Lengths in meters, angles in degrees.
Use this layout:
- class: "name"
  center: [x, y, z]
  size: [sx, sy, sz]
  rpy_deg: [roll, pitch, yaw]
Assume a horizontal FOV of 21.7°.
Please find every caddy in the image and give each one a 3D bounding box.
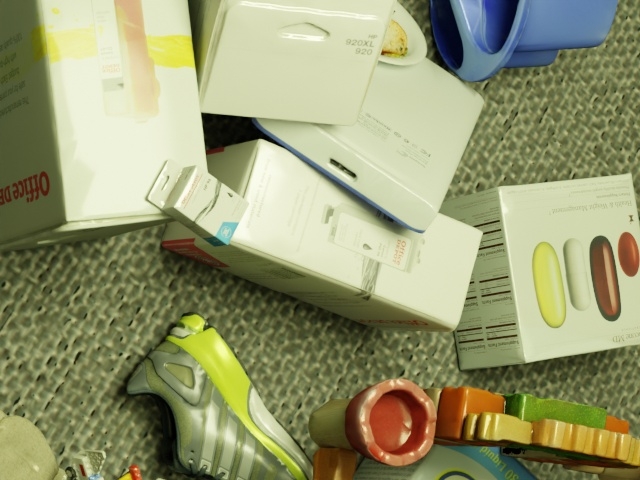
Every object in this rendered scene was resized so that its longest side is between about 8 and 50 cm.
- class: "caddy"
  center: [0.213, -0.351, 1.932]
  size: [0.179, 0.241, 0.341]
  rpy_deg: [2, 83, -23]

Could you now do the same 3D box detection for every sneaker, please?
- class: "sneaker"
  center: [-0.100, 0.230, 1.798]
  size: [0.121, 0.111, 0.300]
  rpy_deg: [-36, 92, -18]

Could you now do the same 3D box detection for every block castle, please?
- class: "block castle"
  center: [0.208, 0.312, 1.706]
  size: [0.453, 0.213, 0.303]
  rpy_deg: [12, 78, -24]

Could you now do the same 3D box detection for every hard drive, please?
- class: "hard drive"
  center: [0.061, -0.141, 1.813]
  size: [0.210, 0.040, 0.319]
  rpy_deg: [34, 29, -3]

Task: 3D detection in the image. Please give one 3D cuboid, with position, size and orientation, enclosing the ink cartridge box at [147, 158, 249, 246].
- class: "ink cartridge box"
  center: [-0.113, -0.036, 1.549]
  size: [0.083, 0.028, 0.048]
  rpy_deg: [35, 69, -25]

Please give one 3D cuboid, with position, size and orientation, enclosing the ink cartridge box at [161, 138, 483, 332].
- class: "ink cartridge box"
  center: [0.000, 0.000, 1.807]
  size: [0.283, 0.207, 0.117]
  rpy_deg: [22, 79, -23]

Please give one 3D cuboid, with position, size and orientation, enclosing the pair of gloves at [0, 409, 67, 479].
- class: "pair of gloves"
  center: [-0.344, 0.275, 1.638]
  size: [0.204, 0.042, 0.240]
  rpy_deg: [47, 46, -34]

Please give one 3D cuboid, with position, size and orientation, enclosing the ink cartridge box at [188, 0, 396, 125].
- class: "ink cartridge box"
  center: [-0.046, -0.251, 1.662]
  size: [0.171, 0.168, 0.233]
  rpy_deg: [3, 39, -17]

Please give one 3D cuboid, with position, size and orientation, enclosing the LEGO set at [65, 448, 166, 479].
- class: "LEGO set"
  center: [-0.208, 0.320, 1.705]
  size: [0.244, 0.060, 0.182]
  rpy_deg: [29, 70, -46]

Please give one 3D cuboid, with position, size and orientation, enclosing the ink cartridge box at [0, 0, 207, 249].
- class: "ink cartridge box"
  center: [-0.249, -0.193, 1.667]
  size: [0.160, 0.279, 0.385]
  rpy_deg: [-5, 87, -28]

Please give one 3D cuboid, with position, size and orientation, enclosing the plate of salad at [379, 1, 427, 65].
- class: "plate of salad"
  center: [0.041, -0.271, 1.890]
  size: [0.199, 0.048, 0.200]
  rpy_deg: [25, 32, -16]

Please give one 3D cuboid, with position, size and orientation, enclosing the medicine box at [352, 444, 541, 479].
- class: "medicine box"
  center: [0.134, 0.379, 1.864]
  size: [0.263, 0.149, 0.289]
  rpy_deg: [43, 67, -16]

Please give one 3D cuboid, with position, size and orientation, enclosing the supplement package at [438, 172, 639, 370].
- class: "supplement package"
  center: [0.265, 0.037, 1.967]
  size: [0.194, 0.149, 0.203]
  rpy_deg: [-7, 86, -27]
